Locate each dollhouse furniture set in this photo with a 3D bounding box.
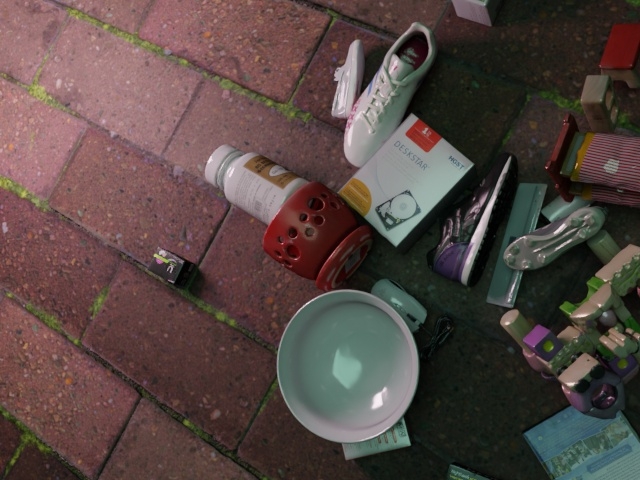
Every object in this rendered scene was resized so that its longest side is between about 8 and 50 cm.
[{"bbox_3d":[0.574,-0.241,1.237,0.201,0.152,0.374,13,75,37],"label":"dollhouse furniture set"}]

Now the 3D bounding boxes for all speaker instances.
[{"bbox_3d":[0.501,-0.080,1.339,0.136,0.055,0.055,-41,70,8],"label":"speaker"}]

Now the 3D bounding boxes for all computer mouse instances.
[{"bbox_3d":[0.176,0.152,1.400,0.193,0.042,0.106,40,96,21],"label":"computer mouse"}]

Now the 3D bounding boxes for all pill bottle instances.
[{"bbox_3d":[-0.141,-0.123,1.533,0.229,0.131,0.131,31,91,22],"label":"pill bottle"}]

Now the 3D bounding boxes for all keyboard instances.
[{"bbox_3d":[0.391,0.007,1.365,0.072,0.014,0.256,8,80,64],"label":"keyboard"}]

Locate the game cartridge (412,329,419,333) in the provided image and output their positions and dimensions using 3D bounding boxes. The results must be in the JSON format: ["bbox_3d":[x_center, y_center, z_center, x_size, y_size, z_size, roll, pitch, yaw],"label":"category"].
[{"bbox_3d":[0.169,0.161,1.433,0.056,0.017,0.083,-23,73,18],"label":"game cartridge"}]

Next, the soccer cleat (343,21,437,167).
[{"bbox_3d":[0.141,-0.315,1.455,0.116,0.143,0.331,28,90,9],"label":"soccer cleat"}]

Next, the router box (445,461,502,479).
[{"bbox_3d":[0.315,0.519,1.297,0.179,0.046,0.133,15,85,21],"label":"router box"}]

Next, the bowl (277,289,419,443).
[{"bbox_3d":[0.071,0.249,1.381,0.298,0.134,0.297,-3,83,22],"label":"bowl"}]

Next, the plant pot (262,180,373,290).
[{"bbox_3d":[0.000,0.000,1.431,0.174,0.191,0.191,41,95,17],"label":"plant pot"}]

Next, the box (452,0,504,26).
[{"bbox_3d":[0.343,-0.533,1.454,0.087,0.102,0.101,27,91,24],"label":"box"}]

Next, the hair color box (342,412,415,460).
[{"bbox_3d":[0.114,0.397,1.393,0.141,0.043,0.072,-18,75,17],"label":"hair color box"}]

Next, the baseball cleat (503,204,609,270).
[{"bbox_3d":[0.449,-0.003,1.286,0.206,0.109,0.072,-29,83,40],"label":"baseball cleat"}]

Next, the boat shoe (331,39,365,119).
[{"bbox_3d":[0.061,-0.365,1.549,0.063,0.066,0.184,6,92,20],"label":"boat shoe"}]

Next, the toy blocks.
[{"bbox_3d":[0.528,0.186,1.170,0.288,0.309,0.260,-43,104,2],"label":"toy blocks"}]

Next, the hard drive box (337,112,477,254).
[{"bbox_3d":[0.183,-0.118,1.436,0.181,0.089,0.232,43,92,21],"label":"hard drive box"}]

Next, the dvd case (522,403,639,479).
[{"bbox_3d":[0.520,0.422,1.256,0.180,0.022,0.253,-34,71,10],"label":"dvd case"}]

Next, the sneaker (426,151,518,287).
[{"bbox_3d":[0.301,-0.058,1.383,0.124,0.107,0.283,23,88,28],"label":"sneaker"}]

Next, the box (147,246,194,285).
[{"bbox_3d":[-0.354,0.062,1.616,0.083,0.052,0.062,25,88,21],"label":"box"}]
